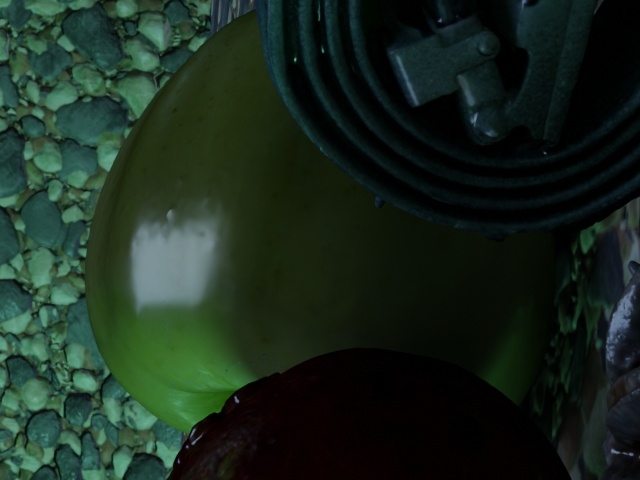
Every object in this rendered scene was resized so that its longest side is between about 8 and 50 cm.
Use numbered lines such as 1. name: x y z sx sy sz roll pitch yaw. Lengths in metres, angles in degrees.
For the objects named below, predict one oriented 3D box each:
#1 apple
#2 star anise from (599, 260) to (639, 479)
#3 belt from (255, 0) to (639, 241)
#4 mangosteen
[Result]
1. apple: 0.000 0.000 0.991 0.279 0.279 0.279 -176 90 -80
2. star anise: 0.138 0.084 0.685 0.180 0.061 0.205 19 -105 -80
3. belt: 0.082 -0.137 0.722 0.116 0.206 0.267 -105 32 -63
4. mangosteen: 0.038 0.173 0.796 0.257 0.215 0.215 47 158 8
